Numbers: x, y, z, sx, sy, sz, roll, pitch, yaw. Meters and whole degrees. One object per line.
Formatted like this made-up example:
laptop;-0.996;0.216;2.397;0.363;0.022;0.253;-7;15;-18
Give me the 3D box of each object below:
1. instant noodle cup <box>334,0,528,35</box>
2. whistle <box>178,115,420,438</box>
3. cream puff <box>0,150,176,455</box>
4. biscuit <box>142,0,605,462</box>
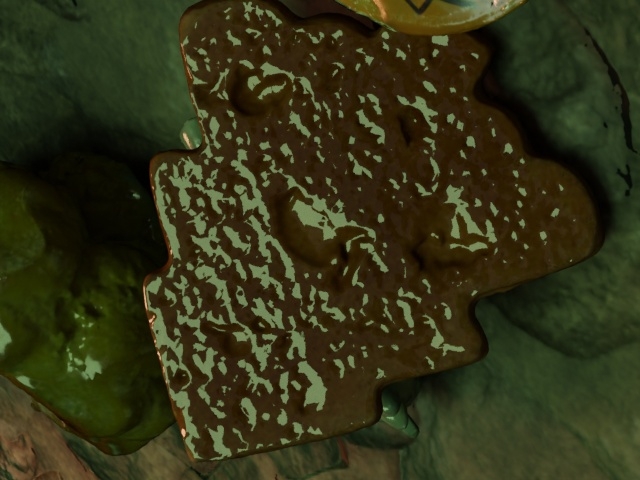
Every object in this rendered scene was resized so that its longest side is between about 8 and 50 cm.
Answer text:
instant noodle cup;0.080;-0.224;0.744;0.216;0.172;0.215;21;125;33
whistle;-0.009;0.024;1.013;0.253;0.106;0.102;53;153;-3
cream puff;-0.192;0.025;1.139;0.282;0.185;0.282;31;170;6
biscuit;0.000;0.000;0.931;0.284;0.043;0.306;32;99;6
